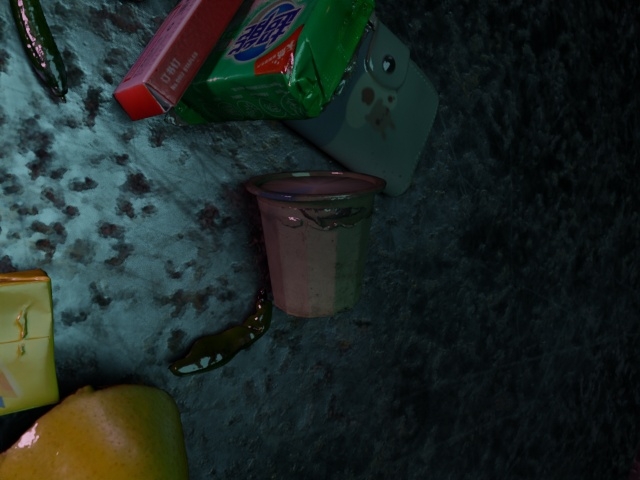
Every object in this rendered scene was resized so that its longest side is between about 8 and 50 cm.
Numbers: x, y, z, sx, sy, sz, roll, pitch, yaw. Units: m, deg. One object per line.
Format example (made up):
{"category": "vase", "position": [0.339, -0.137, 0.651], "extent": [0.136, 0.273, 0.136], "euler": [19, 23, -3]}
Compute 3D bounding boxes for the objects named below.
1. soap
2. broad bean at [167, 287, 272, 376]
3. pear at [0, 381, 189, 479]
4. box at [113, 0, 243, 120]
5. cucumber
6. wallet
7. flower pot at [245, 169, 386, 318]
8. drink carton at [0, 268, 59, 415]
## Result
{"category": "soap", "position": [-0.074, -0.240, 0.645], "extent": [0.098, 0.273, 0.218], "euler": [34, 75, -43]}
{"category": "broad bean", "position": [-0.142, 0.155, 0.753], "extent": [0.195, 0.046, 0.061], "euler": [-40, 103, -31]}
{"category": "pear", "position": [-0.233, 0.309, 0.572], "extent": [0.267, 0.178, 0.267], "euler": [-31, 133, -40]}
{"category": "box", "position": [-0.185, -0.268, 0.650], "extent": [0.050, 0.123, 0.229], "euler": [38, 72, -35]}
{"category": "cucumber", "position": [-0.344, -0.243, 0.592], "extent": [0.037, 0.037, 0.155], "euler": [-23, 104, -31]}
{"category": "wallet", "position": [0.071, -0.260, 0.855], "extent": [0.360, 0.083, 0.252], "euler": [29, 82, -34]}
{"category": "flower pot", "position": [0.000, 0.000, 0.761], "extent": [0.212, 0.212, 0.202], "euler": [-17, 112, -33]}
{"category": "drink carton", "position": [-0.468, 0.124, 0.488], "extent": [0.351, 0.111, 0.154], "euler": [-5, 97, -36]}
